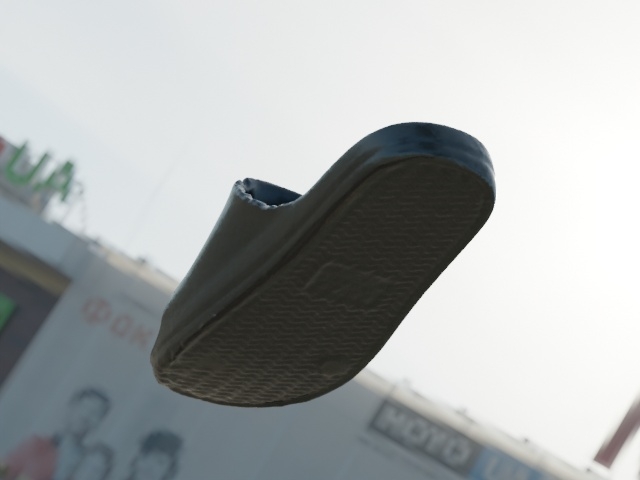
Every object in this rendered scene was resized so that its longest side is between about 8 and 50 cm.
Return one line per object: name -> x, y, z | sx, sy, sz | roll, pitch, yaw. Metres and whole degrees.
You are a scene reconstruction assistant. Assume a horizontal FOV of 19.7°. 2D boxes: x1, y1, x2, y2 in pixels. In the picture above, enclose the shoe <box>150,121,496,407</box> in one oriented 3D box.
shoe -> 0.000, 0.000, 0.996 | 0.108, 0.093, 0.241 | 18, -45, -31
